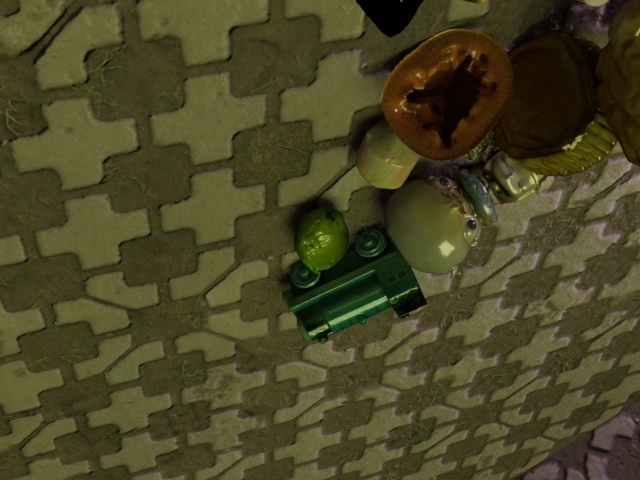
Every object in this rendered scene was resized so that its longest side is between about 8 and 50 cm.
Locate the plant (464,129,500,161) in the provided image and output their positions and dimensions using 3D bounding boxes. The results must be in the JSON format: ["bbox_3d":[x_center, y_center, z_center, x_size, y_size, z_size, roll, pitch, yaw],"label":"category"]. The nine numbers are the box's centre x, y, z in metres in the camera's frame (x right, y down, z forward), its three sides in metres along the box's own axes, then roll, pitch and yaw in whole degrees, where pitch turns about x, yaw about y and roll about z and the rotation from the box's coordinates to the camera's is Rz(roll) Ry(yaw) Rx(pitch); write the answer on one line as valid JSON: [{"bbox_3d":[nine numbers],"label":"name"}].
[{"bbox_3d":[0.333,-0.199,1.833,0.104,0.122,0.116,-22,140,-21],"label":"plant"}]

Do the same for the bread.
[{"bbox_3d":[0.425,-0.247,1.701,0.227,0.253,0.142,-16,153,42],"label":"bread"}]

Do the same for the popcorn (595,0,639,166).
[{"bbox_3d":[0.609,-0.235,1.490,0.344,0.354,0.390,20,163,13],"label":"popcorn"}]

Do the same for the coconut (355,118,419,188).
[{"bbox_3d":[0.131,-0.168,1.763,0.116,0.116,0.122,-3,146,-25],"label":"coconut"}]

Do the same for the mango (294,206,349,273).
[{"bbox_3d":[0.000,-0.001,1.921,0.119,0.100,0.178,-21,150,-14],"label":"mango"}]

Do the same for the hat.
[{"bbox_3d":[0.241,-0.215,1.706,0.233,0.244,0.233,-17,159,5],"label":"hat"}]

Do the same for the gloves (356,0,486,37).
[{"bbox_3d":[0.194,-0.440,1.416,0.301,0.152,0.197,-22,166,-12],"label":"gloves"}]

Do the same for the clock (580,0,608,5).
[{"bbox_3d":[0.492,-0.538,1.378,0.325,0.184,0.342,-20,126,-1],"label":"clock"}]

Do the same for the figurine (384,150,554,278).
[{"bbox_3d":[0.318,-0.088,1.954,0.394,0.227,0.274,-33,176,-4],"label":"figurine"}]

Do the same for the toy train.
[{"bbox_3d":[0.069,0.106,2.018,0.298,0.194,0.120,-25,146,5],"label":"toy train"}]
